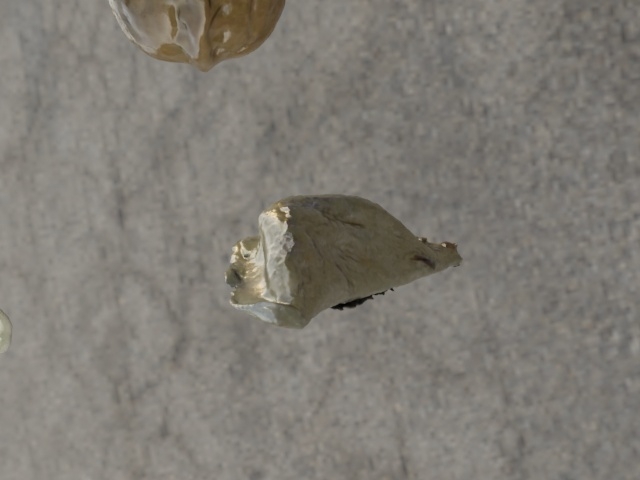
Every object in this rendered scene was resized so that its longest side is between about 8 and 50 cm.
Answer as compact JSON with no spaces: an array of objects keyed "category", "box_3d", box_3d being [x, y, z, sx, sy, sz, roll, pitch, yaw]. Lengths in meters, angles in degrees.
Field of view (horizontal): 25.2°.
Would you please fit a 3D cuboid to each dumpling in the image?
[{"category":"dumpling","box_3d":[0.004,-0.002,1.363,0.166,0.332,0.086,28,111,27]}]

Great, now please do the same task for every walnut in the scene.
[{"category":"walnut","box_3d":[-0.130,-0.282,1.507,0.213,0.213,0.213,34,129,56]}]

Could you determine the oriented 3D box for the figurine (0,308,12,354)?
[{"category":"figurine","box_3d":[-0.318,0.041,0.780,0.275,0.394,0.226,31,166,11]}]
